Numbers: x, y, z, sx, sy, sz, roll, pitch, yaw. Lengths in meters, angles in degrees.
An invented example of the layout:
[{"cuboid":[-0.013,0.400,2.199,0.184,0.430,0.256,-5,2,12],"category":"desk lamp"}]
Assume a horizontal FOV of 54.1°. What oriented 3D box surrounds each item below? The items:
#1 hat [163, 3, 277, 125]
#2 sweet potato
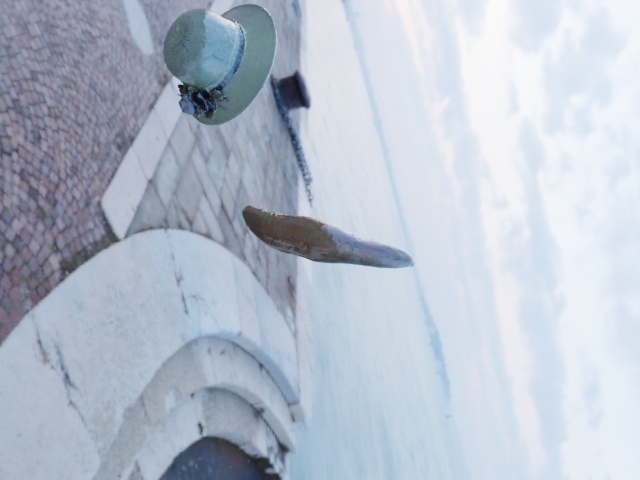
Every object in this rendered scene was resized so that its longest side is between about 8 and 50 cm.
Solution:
[{"cuboid":[-0.217,-0.355,1.169,0.130,0.257,0.257,21,50,-47],"category":"hat"},{"cuboid":[0.000,0.000,0.852,0.078,0.255,0.058,6,98,-76],"category":"sweet potato"}]
